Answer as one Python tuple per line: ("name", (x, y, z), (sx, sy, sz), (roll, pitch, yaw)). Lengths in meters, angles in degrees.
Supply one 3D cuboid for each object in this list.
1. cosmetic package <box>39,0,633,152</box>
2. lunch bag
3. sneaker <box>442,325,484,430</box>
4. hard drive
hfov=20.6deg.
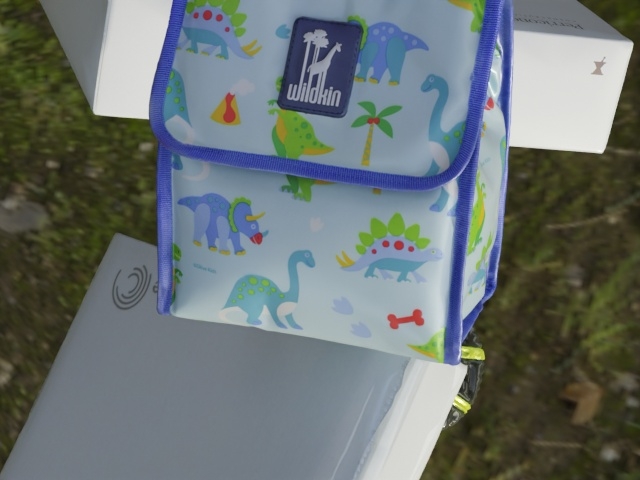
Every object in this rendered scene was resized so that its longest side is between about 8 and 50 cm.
("cosmetic package", (-0.004, -0.169, 1.300), (0.377, 0.284, 0.097), (3, 112, -19))
("lunch bag", (0.006, -0.039, 0.683), (0.129, 0.096, 0.151), (10, 115, 13))
("sneaker", (0.000, 0.000, 1.541), (0.145, 0.147, 0.384), (-32, 107, -36))
("hard drive", (-0.093, 0.182, 0.791), (0.047, 0.233, 0.353), (31, 82, -40))
